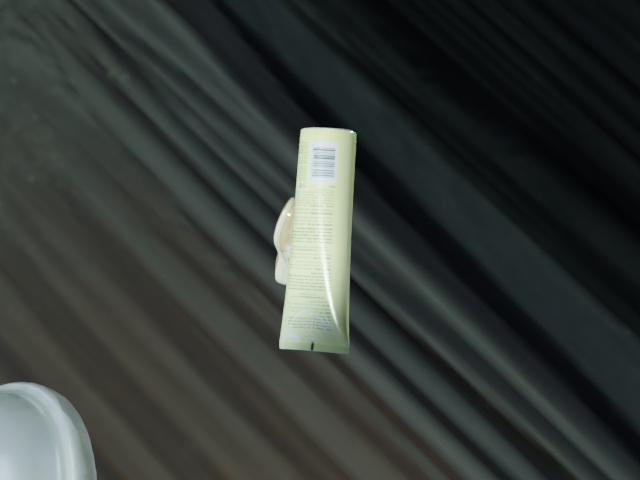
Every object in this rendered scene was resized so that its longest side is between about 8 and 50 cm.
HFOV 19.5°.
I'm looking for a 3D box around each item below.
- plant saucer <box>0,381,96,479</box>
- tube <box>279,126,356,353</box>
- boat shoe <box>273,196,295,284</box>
[{"bbox_3d":[-0.313,0.270,1.319,0.100,0.400,0.400,31,106,-30],"label":"plant saucer"},{"bbox_3d":[0.000,0.000,1.999,0.070,0.062,0.240,167,-73,-78],"label":"tube"},{"bbox_3d":[-0.023,0.004,2.079,0.050,0.045,0.135,-58,161,-32],"label":"boat shoe"}]
